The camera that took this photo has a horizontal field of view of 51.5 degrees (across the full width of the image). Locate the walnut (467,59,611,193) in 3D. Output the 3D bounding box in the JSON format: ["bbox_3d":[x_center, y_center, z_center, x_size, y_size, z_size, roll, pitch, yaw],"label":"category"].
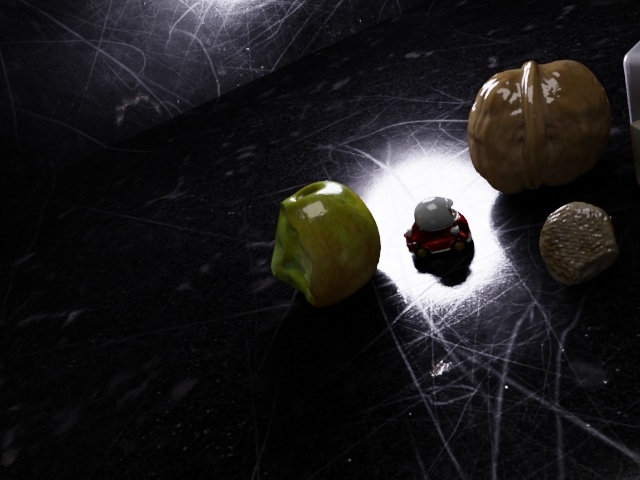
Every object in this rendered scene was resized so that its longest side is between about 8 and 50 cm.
[{"bbox_3d":[0.465,-0.250,1.426,0.296,0.285,0.285,-5,34,17],"label":"walnut"}]

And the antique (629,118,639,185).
[{"bbox_3d":[0.685,-0.169,1.254,0.146,0.152,0.148,-24,32,1],"label":"antique"}]

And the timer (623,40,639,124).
[{"bbox_3d":[0.758,-0.329,1.344,0.194,0.192,0.195,-42,36,-26],"label":"timer"}]

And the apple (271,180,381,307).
[{"bbox_3d":[0.000,0.000,1.374,0.246,0.226,0.246,-18,27,10],"label":"apple"}]

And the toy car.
[{"bbox_3d":[0.236,-0.037,1.384,0.139,0.112,0.112,-18,30,8],"label":"toy car"}]

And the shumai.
[{"bbox_3d":[0.467,0.000,1.184,0.145,0.146,0.116,0,0,35],"label":"shumai"}]
